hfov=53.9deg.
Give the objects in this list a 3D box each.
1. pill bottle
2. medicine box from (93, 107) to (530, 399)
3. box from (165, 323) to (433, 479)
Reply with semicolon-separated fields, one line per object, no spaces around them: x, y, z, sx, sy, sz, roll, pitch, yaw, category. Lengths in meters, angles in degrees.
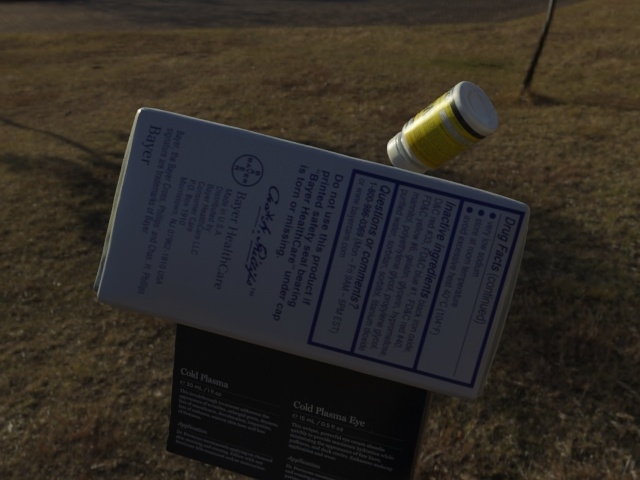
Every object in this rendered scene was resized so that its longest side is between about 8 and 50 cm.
0.242;-0.217;1.277;0.208;0.119;0.119;-34;1;41;pill bottle
0.000;0.000;0.563;0.290;0.149;0.263;15;5;3;medicine box
-0.011;0.158;0.863;0.344;0.312;0.179;13;19;13;box
